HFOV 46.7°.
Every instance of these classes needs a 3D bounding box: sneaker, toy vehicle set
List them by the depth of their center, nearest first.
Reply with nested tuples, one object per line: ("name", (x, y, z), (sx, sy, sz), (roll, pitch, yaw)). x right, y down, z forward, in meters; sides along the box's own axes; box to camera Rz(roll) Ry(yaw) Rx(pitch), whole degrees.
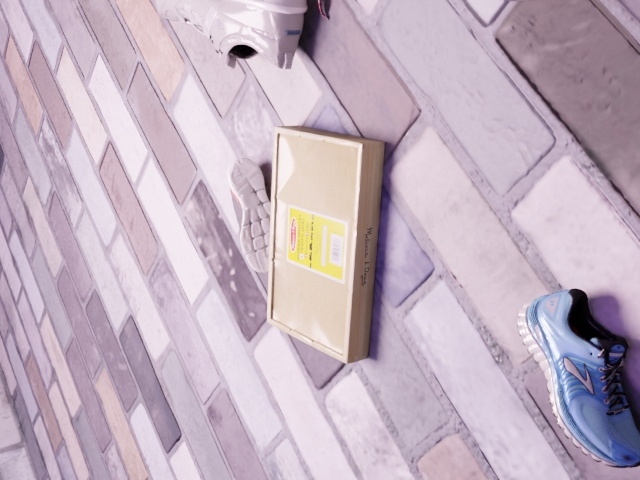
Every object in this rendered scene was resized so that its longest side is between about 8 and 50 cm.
("sneaker", (0.232, 0.114, 0.632), (0.073, 0.063, 0.162), (-43, 65, 43))
("toy vehicle set", (0.000, 0.000, 0.914), (0.166, 0.035, 0.266), (21, 113, 47))
("sneaker", (-0.131, -0.283, 0.962), (0.281, 0.105, 0.115), (23, 114, 46))
("sneaker", (-0.089, -0.033, 1.016), (0.065, 0.061, 0.157), (149, 110, -77))

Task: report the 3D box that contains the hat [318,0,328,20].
("hat", (0.009, -0.415, 0.830), (0.208, 0.183, 0.173), (-41, 65, 0))
